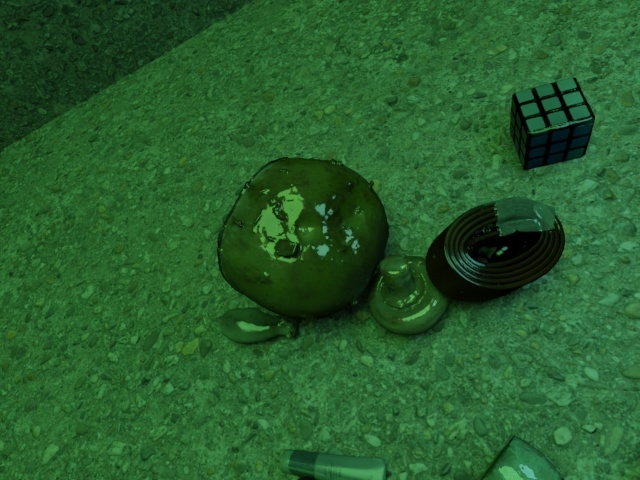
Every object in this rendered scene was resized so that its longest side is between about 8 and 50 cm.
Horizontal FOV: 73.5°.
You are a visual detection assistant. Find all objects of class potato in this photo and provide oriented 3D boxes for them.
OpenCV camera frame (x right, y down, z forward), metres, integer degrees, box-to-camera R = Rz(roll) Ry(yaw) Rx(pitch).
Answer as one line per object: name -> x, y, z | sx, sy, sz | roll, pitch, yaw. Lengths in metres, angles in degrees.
potato -> 0.000, 0.000, 1.103 | 0.319, 0.385, 0.442 | 22, 68, 30

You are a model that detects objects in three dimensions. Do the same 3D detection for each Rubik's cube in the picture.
Rubik's cube -> 0.618, -0.311, 1.161 | 0.161, 0.162, 0.163 | -12, 58, 15

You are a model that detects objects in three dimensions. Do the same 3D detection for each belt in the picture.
belt -> 0.416, 0.018, 1.020 | 0.339, 0.122, 0.217 | -20, 72, -19

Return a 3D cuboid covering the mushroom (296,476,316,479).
mushroom -> -0.016, 0.600, 0.880 | 0.227, 0.217, 0.148 | 10, 74, 27

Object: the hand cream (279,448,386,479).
hand cream -> 0.027, 0.537, 1.005 | 0.255, 0.048, 0.079 | 0, 71, 20

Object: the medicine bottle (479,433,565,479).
medicine bottle -> 0.397, 0.481, 0.827 | 0.143, 0.147, 0.147 | 38, 81, 30

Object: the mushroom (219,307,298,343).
mushroom -> -0.177, 0.240, 1.220 | 0.225, 0.093, 0.116 | -2, 41, 26

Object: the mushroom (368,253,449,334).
mushroom -> 0.224, 0.126, 1.068 | 0.206, 0.209, 0.206 | 4, 57, -6
